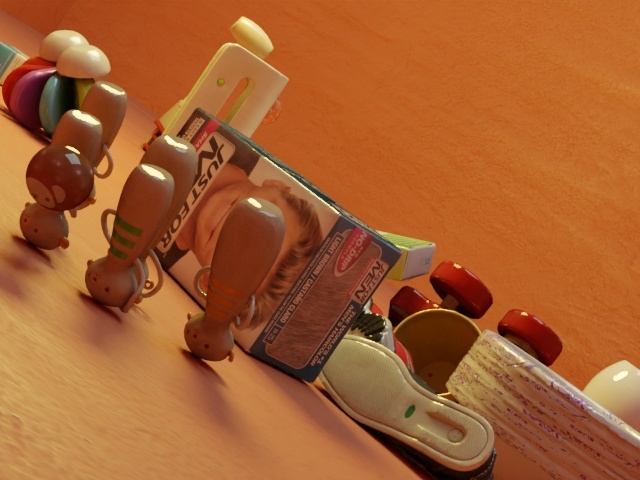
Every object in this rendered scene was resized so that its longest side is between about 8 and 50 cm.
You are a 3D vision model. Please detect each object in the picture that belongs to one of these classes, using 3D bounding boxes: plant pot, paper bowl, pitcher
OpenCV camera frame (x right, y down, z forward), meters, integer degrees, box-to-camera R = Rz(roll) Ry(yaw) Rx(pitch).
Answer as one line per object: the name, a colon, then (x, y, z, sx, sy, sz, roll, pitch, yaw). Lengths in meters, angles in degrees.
plant pot: (0.161, 0.175, 1.828, 0.134, 0.134, 0.095, 36, -21, 28)
paper bowl: (0.272, 0.243, 1.590, 0.284, 0.148, 0.284, 34, 3, -2)
pitcher: (0.447, 0.299, 2.007, 0.178, 0.207, 0.125, 34, 3, -25)

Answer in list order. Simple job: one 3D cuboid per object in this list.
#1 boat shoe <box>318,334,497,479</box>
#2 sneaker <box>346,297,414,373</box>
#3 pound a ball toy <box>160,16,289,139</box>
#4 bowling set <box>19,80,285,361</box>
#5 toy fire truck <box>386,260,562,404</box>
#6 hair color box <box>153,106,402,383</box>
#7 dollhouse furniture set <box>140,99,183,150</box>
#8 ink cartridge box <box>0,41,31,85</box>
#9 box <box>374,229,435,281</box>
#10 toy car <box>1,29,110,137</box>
boat shoe: (0.085, 0.181, 1.389, 0.233, 0.084, 0.079, 33, -20, 33)
sneaker: (0.054, 0.141, 1.591, 0.118, 0.107, 0.279, 53, 2, -13)
pound a ball toy: (-0.155, -0.190, 2.115, 0.136, 0.319, 0.208, 34, 3, -11)
bowling set: (-0.194, -0.019, 1.140, 0.287, 0.154, 0.200, 38, 23, 34)
toy fire truck: (0.225, 0.186, 2.041, 0.302, 0.169, 0.254, 36, -15, 13)
hair color box: (-0.078, -0.006, 1.486, 0.105, 0.174, 0.347, 31, 4, -39)
dollhouse furniture set: (-0.246, -0.153, 2.710, 0.262, 0.135, 0.259, 30, 17, -51)
ink cartridge box: (-0.463, -0.253, 2.223, 0.180, 0.060, 0.104, 34, 3, 0)
box: (0.000, 0.000, 2.055, 0.322, 0.058, 0.232, 11, 4, 15)
toy car: (-0.380, -0.207, 1.900, 0.136, 0.159, 0.182, -8, 27, -28)
